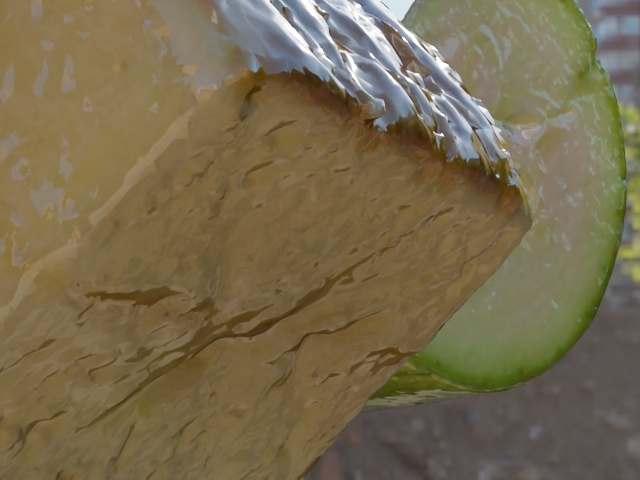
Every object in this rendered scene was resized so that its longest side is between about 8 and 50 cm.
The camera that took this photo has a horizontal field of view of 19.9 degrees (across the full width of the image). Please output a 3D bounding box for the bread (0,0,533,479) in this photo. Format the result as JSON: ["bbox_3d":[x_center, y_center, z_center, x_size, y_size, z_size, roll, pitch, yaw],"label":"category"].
[{"bbox_3d":[-0.093,-0.052,0.691,0.279,0.207,0.279,47,12,29],"label":"bread"}]

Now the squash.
[{"bbox_3d":[-0.004,-0.011,1.021,0.309,0.234,0.210,-7,-51,51],"label":"squash"}]
